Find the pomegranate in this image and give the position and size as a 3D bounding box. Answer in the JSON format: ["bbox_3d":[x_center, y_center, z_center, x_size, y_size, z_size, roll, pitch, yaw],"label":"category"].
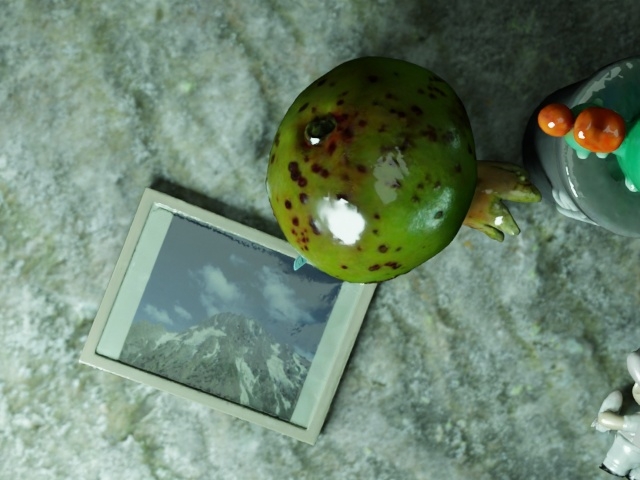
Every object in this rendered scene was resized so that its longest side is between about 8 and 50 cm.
[{"bbox_3d":[0.083,-0.048,1.182,0.286,0.231,0.231,36,87,-21],"label":"pomegranate"}]

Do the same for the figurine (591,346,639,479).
[{"bbox_3d":[0.396,0.173,1.301,0.137,0.112,0.229,24,99,-16],"label":"figurine"}]

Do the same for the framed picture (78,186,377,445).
[{"bbox_3d":[-0.097,0.085,1.249,0.281,0.019,0.209,20,90,-10],"label":"framed picture"}]

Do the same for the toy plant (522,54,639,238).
[{"bbox_3d":[0.340,-0.082,1.122,0.185,0.400,0.279,-45,100,-3],"label":"toy plant"}]

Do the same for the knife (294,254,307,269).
[{"bbox_3d":[0.000,0.000,1.254,0.014,0.005,0.091,44,68,0],"label":"knife"}]
